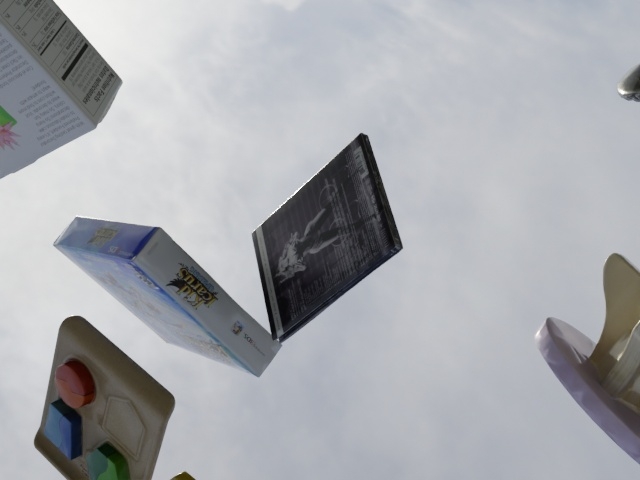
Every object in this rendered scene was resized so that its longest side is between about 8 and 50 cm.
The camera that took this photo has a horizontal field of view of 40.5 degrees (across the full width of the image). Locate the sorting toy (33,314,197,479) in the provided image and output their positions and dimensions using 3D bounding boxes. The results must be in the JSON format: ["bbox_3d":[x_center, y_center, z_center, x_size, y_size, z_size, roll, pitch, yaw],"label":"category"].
[{"bbox_3d":[-0.263,0.270,1.132,0.307,0.229,0.041,34,-152,25],"label":"sorting toy"}]

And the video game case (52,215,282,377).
[{"bbox_3d":[-0.213,0.072,1.180,0.269,0.244,0.061,7,-123,53],"label":"video game case"}]

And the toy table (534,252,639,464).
[{"bbox_3d":[0.424,0.159,1.114,0.274,0.161,0.252,45,-157,21],"label":"toy table"}]

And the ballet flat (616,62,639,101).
[{"bbox_3d":[0.421,-0.189,1.088,0.049,0.057,0.173,34,-170,-14],"label":"ballet flat"}]

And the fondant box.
[{"bbox_3d":[-0.407,-0.216,0.894,0.238,0.330,0.096,-21,-146,28],"label":"fondant box"}]

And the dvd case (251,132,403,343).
[{"bbox_3d":[0.000,0.000,1.036,0.018,0.221,0.165,17,-134,-39],"label":"dvd case"}]
